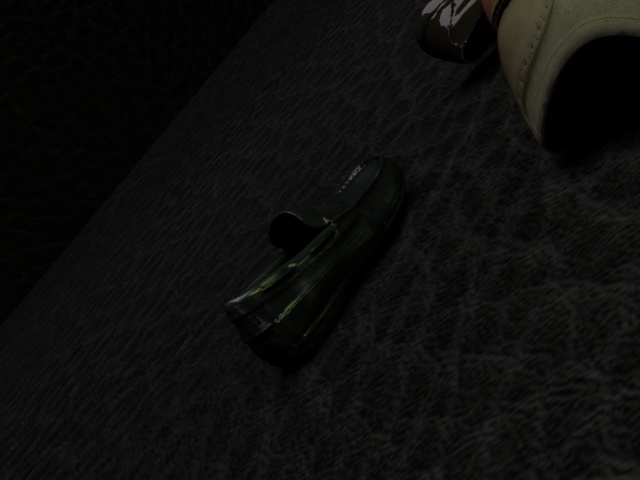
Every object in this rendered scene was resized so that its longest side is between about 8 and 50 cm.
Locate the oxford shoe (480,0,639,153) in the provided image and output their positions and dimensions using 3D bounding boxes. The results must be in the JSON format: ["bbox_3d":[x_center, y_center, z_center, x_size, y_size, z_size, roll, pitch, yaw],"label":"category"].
[{"bbox_3d":[0.242,-0.186,0.748,0.397,0.140,0.146,134,135,-54],"label":"oxford shoe"}]

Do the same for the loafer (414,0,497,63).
[{"bbox_3d":[0.190,-0.233,1.187,0.220,0.080,0.078,-43,46,6],"label":"loafer"}]

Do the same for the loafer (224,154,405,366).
[{"bbox_3d":[0.000,0.000,1.021,0.076,0.078,0.223,-29,21,48],"label":"loafer"}]
